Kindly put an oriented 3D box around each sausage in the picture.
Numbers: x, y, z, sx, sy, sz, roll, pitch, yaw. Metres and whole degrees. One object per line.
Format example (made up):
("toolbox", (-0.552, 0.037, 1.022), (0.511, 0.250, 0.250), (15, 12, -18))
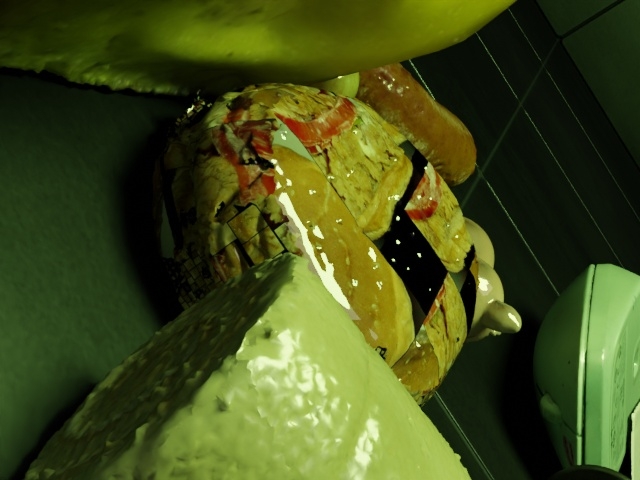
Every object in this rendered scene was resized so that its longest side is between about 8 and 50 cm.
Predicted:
("sausage", (0.039, -0.134, 0.852), (0.302, 0.076, 0.103), (43, 28, -33))

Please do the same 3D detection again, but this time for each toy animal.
("toy animal", (0.103, 0.026, 0.783), (0.150, 0.083, 0.089), (-94, -171, -63))

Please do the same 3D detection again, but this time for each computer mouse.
("computer mouse", (0.243, 0.115, 0.928), (0.288, 0.097, 0.160), (-32, 124, -59))

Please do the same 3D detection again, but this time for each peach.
("peach", (-0.032, -0.221, 0.551), (0.380, 0.306, 0.243), (-2, 70, -58))

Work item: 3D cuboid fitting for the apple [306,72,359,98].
("apple", (-0.012, -0.124, 0.744), (0.084, 0.071, 0.084), (45, 26, -29))

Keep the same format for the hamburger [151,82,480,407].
("hamburger", (0.000, 0.000, 0.584), (0.231, 0.106, 0.231), (39, 38, -38))

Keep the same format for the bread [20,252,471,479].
("bread", (-0.020, 0.099, 0.378), (0.141, 0.134, 0.148), (53, 34, -13))

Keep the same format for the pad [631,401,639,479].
("pad", (0.327, 0.224, 0.998), (0.232, 0.004, 0.157), (-5, 95, -65))

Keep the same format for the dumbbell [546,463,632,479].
("dumbbell", (0.180, 0.210, 0.692), (0.208, 0.099, 0.099), (5, 57, -61))
